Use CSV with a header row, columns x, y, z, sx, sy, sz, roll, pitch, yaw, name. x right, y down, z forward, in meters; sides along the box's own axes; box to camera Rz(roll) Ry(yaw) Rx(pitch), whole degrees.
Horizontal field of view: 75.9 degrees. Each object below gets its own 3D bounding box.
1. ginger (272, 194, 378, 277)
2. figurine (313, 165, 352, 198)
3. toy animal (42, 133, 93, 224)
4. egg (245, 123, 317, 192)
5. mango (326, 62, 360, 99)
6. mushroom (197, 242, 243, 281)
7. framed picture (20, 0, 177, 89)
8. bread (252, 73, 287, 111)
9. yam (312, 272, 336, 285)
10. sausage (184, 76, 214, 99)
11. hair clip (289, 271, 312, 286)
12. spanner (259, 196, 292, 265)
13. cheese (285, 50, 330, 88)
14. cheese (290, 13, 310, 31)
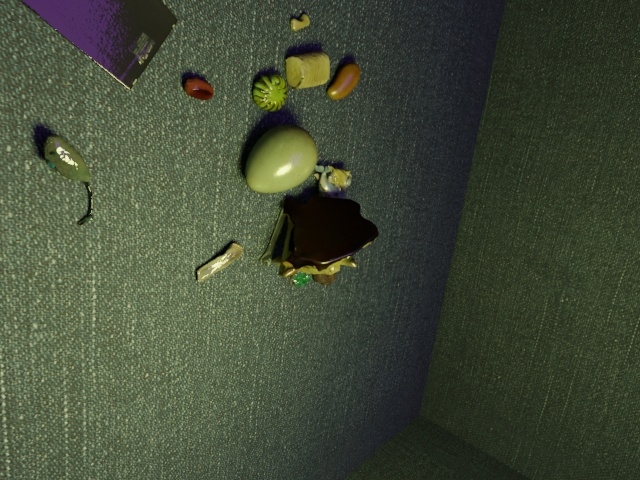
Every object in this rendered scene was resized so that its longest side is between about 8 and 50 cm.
x,y,z,sx,sy,sz,roll,pitch,yaw,name
0.000,0.000,1.658,0.412,0.359,0.211,-15,147,-15,ginger
0.054,-0.259,1.786,0.184,0.128,0.209,-55,134,-22,figurine
-0.637,-0.162,1.066,0.079,0.070,0.253,-12,132,-9,toy animal
-0.145,-0.285,1.469,0.295,0.218,0.219,-39,132,-16,egg
0.100,-0.659,1.712,0.184,0.084,0.102,-55,138,-11,mango
-0.368,0.079,1.485,0.202,0.054,0.059,-40,126,-26,mushroom
-0.551,-0.593,1.027,0.338,0.014,0.256,39,74,-49,framed picture
-0.174,-0.525,1.453,0.139,0.071,0.130,-8,114,-48,bread
0.004,0.064,1.857,0.131,0.131,0.280,-33,131,-37,yam
-0.372,-0.464,1.254,0.094,0.059,0.054,0,61,-50,sausage
-0.092,0.123,1.817,0.123,0.052,0.196,-7,119,-13,hair clip
-0.178,-0.036,1.683,0.071,0.017,0.302,24,85,-51,spanner
-0.045,-0.639,1.540,0.167,0.093,0.123,-30,124,-40,cheese
-0.076,-0.794,1.492,0.083,0.030,0.044,-39,138,-26,cheese
